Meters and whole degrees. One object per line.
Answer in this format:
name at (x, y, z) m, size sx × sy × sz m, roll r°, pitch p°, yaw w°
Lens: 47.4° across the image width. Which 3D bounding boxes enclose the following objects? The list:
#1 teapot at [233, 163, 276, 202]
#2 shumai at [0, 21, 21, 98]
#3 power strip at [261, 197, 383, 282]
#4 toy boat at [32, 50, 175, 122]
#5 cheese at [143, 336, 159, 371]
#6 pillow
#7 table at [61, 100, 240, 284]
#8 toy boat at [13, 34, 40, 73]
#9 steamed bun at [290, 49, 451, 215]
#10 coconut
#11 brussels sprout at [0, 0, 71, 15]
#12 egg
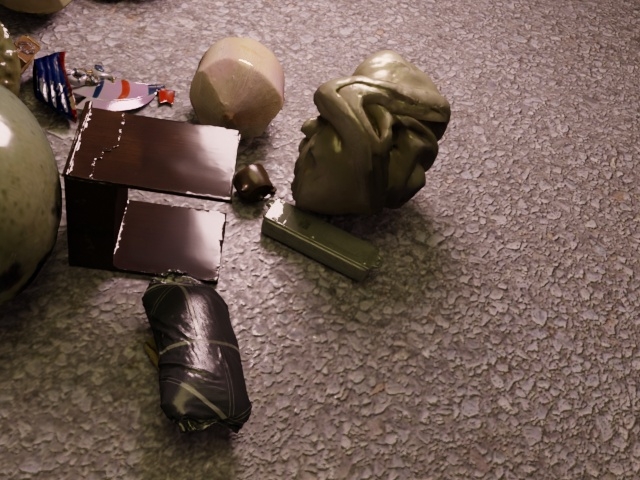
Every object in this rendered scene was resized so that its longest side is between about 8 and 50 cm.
teapot at (-0.135, -0.113, 1.549) m, size 0.121 × 0.076 × 0.068 m, roll 1°, pitch 54°, yaw -56°
shumai at (-0.776, -0.299, 1.416) m, size 0.330 × 0.292 × 0.288 m, roll -19°, pitch 25°, yaw -41°
power strip at (0.000, 0.000, 1.500) m, size 0.272 × 0.052 × 0.078 m, roll 27°, pitch 48°, yaw 7°
toy boat at (-0.500, -0.328, 1.647) m, size 0.318 × 0.072 × 0.219 m, roll 19°, pitch 44°, yaw -12°
cheese at (-0.271, 0.200, 1.262) m, size 0.044 × 0.030 × 0.083 m, roll -4°, pitch 43°, yaw -46°
pillow at (-0.212, 0.181, 1.234) m, size 0.161 × 0.092 × 0.335 m, roll 16°, pitch 37°, yaw -32°
table at (-0.307, -0.081, 1.349) m, size 0.282 × 0.251 × 0.196 m, roll 8°, pitch 48°, yaw -8°
toy boat at (-0.671, -0.411, 1.622) m, size 0.057 × 0.077 × 0.200 m, roll 40°, pitch 23°, yaw -23°
steamed bun at (0.118, -0.190, 1.496) m, size 0.352 × 0.339 × 0.247 m, roll -21°, pitch 52°, yaw -33°
coconut at (-0.187, -0.329, 1.634) m, size 0.224 × 0.224 × 0.234 m, roll 4°, pitch 48°, yaw -13°
brussels sprout at (-0.712, -0.700, 1.757) m, size 0.289 × 0.281 × 0.355 m, roll -8°, pitch 63°, yaw -20°
egg at (-0.603, -0.080, 1.189) m, size 0.345 × 0.345 × 0.428 m, roll -3°, pitch 60°, yaw -18°
